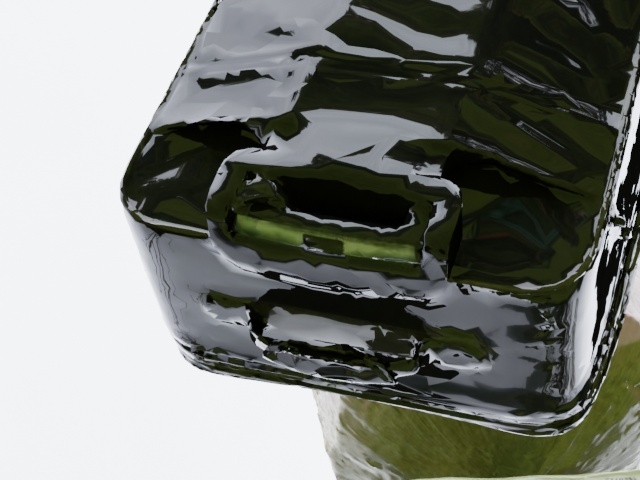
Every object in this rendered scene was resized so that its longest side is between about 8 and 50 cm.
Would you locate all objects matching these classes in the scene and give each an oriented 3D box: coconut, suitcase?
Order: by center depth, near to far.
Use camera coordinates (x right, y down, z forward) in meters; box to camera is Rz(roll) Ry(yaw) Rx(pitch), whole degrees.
[{"bbox_3d":[0.066,-0.096,0.771,0.283,0.434,0.194,9,-38,17],"label":"suitcase"},{"bbox_3d":[0.177,0.148,1.362,0.404,0.404,0.405,-2,-78,-9],"label":"coconut"}]

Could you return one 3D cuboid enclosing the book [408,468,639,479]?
[{"bbox_3d":[0.054,0.106,0.455,0.110,0.014,0.077,3,-40,-26],"label":"book"}]
